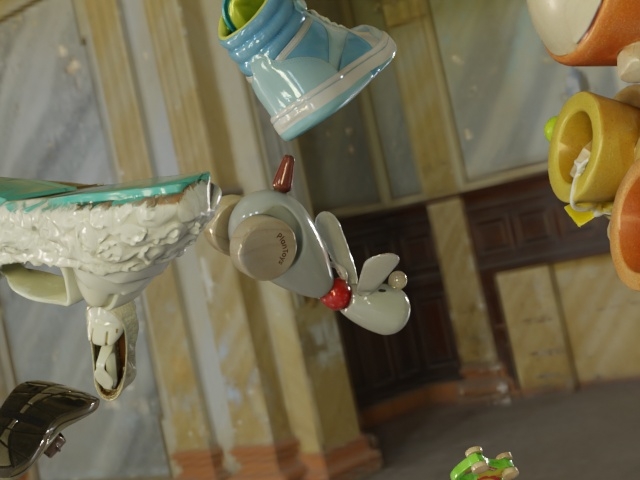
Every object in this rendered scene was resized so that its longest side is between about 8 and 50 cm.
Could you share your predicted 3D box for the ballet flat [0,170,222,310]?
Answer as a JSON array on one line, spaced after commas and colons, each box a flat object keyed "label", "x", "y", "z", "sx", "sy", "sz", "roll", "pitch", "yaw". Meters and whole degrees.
[{"label": "ballet flat", "x": -0.234, "y": 0.000, "z": 1.064, "sx": 0.409, "sy": 0.146, "sz": 0.147, "roll": 3, "pitch": 9, "yaw": 45}]

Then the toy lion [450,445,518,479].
[{"label": "toy lion", "x": 0.217, "y": 0.328, "z": 1.483, "sx": 0.100, "sy": 0.034, "sz": 0.096, "roll": 19, "pitch": -54, "yaw": -37}]

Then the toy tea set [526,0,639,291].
[{"label": "toy tea set", "x": 0.167, "y": -0.054, "z": 0.534, "sx": 0.124, "sy": 0.200, "sz": 0.336, "roll": 6, "pitch": 25, "yaw": -13}]

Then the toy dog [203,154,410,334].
[{"label": "toy dog", "x": 0.000, "y": 0.000, "z": 1.460, "sx": 0.220, "sy": 0.161, "sz": 0.334, "roll": 31, "pitch": 3, "yaw": 37}]

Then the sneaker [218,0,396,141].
[{"label": "sneaker", "x": -0.019, "y": -0.280, "z": 1.432, "sx": 0.127, "sy": 0.208, "sz": 0.319, "roll": -31, "pitch": 11, "yaw": 30}]

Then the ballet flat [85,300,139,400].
[{"label": "ballet flat", "x": -0.226, "y": 0.109, "z": 1.167, "sx": 0.057, "sy": 0.168, "sz": 0.052, "roll": 10, "pitch": 41, "yaw": 12}]

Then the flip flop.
[{"label": "flip flop", "x": -0.401, "y": 0.272, "z": 1.502, "sx": 0.112, "sy": 0.080, "sz": 0.277, "roll": 16, "pitch": 20, "yaw": 6}]
